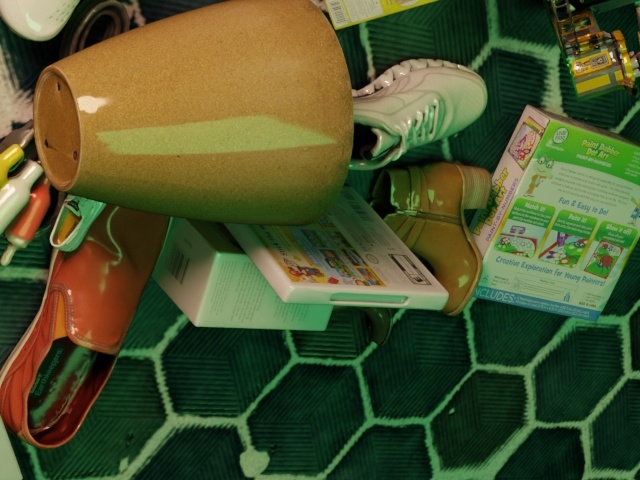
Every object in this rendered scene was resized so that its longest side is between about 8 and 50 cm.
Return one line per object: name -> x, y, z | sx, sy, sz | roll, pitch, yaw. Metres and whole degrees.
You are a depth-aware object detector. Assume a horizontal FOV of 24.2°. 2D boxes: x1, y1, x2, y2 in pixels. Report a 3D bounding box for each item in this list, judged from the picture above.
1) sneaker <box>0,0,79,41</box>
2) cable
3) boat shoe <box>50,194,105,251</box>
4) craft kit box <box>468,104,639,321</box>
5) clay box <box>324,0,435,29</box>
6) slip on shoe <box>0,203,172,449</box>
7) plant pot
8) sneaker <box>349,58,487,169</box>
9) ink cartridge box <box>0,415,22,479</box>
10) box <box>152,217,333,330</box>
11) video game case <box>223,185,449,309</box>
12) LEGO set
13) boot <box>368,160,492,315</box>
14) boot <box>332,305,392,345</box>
sneaker -> -0.221, -0.314, 1.344 | 0.111, 0.129, 0.297 | 6, 114, -37
cable -> -0.260, -0.101, 1.482 | 0.287, 0.072, 0.139 | -51, 137, 2
boat shoe -> -0.245, -0.035, 1.516 | 0.100, 0.035, 0.035 | -59, 166, 4
craft kit box -> 0.311, -0.029, 1.908 | 0.250, 0.061, 0.246 | 13, 111, -38
clay box -> 0.100, -0.310, 1.541 | 0.222, 0.053, 0.127 | -15, 129, 10
slip on shoe -> -0.242, 0.077, 1.580 | 0.123, 0.101, 0.331 | 21, 103, -37
plant pot -> -0.136, -0.115, 1.436 | 0.254, 0.237, 0.237 | -9, 121, -31
sneaker -> 0.073, -0.128, 1.654 | 0.292, 0.118, 0.110 | -14, 121, -28
ink cartridge box -> -0.401, 0.172, 1.513 | 0.127, 0.128, 0.176 | -23, 126, -20
box -> -0.081, 0.028, 1.635 | 0.170, 0.130, 0.091 | 4, 114, -35
video game case -> 0.000, 0.000, 1.606 | 0.206, 0.227, 0.026 | 4, 121, -35
LEGO set -> 0.322, -0.332, 1.601 | 0.192, 0.255, 0.331 | -17, 117, 9
boot -> 0.120, -0.002, 1.790 | 0.152, 0.073, 0.197 | -2, 105, -34
boot -> 0.032, 0.084, 1.803 | 0.114, 0.037, 0.106 | -9, 108, -33
